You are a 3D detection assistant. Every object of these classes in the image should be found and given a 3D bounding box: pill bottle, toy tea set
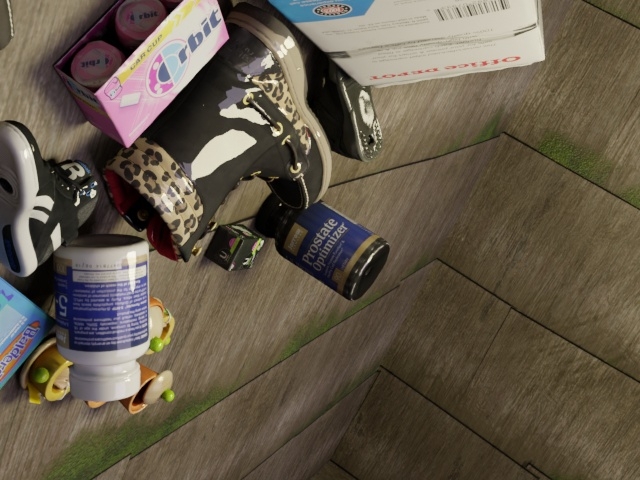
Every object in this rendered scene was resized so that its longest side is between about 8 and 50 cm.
[{"bbox_3d":[0.000,0.000,1.461,0.123,0.219,0.122,-49,160,-25],"label":"pill bottle"},{"bbox_3d":[-0.269,0.176,1.210,0.200,0.124,0.336,-56,162,-5],"label":"toy tea set"},{"bbox_3d":[-0.261,0.091,1.010,0.112,0.112,0.186,-18,111,-63],"label":"pill bottle"}]

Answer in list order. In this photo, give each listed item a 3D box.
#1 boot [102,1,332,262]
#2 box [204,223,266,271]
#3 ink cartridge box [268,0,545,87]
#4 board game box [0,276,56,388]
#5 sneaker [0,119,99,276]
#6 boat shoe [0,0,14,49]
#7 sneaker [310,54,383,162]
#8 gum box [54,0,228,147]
[{"bbox_3d":[-0.124,-0.092,1.120,0.284,0.138,0.377,-51,157,-21],"label":"boot"},{"bbox_3d":[-0.140,0.012,1.388,0.062,0.052,0.083,-63,161,12],"label":"box"},{"bbox_3d":[0.126,-0.337,1.077,0.395,0.286,0.166,15,72,-71],"label":"ink cartridge box"},{"bbox_3d":[-0.391,0.107,0.907,0.160,0.047,0.210,-52,161,-16],"label":"board game box"},{"bbox_3d":[-0.285,-0.066,0.862,0.121,0.079,0.217,-47,168,-37],"label":"sneaker"},{"bbox_3d":[-0.261,-0.234,0.618,0.069,0.081,0.227,-43,155,-28],"label":"boat shoe"},{"bbox_3d":[0.021,-0.240,1.360,0.087,0.130,0.227,-37,126,-37],"label":"sneaker"},{"bbox_3d":[-0.182,-0.206,0.900,0.188,0.062,0.107,-52,161,-16],"label":"gum box"}]
